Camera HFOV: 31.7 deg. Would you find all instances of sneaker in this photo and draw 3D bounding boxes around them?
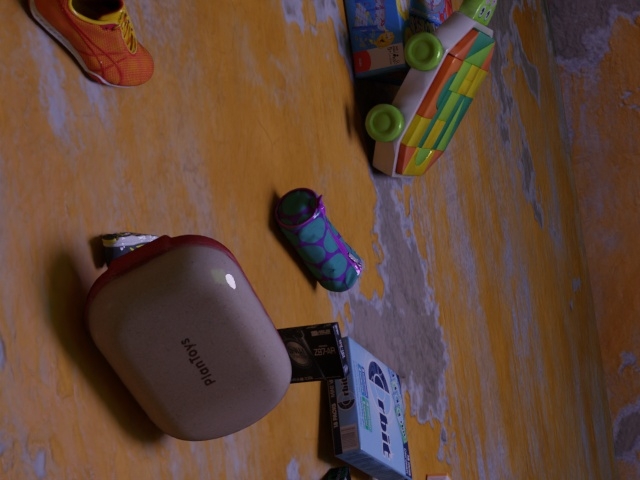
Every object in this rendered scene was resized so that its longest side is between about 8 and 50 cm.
[{"bbox_3d":[-0.183,0.011,1.083,0.083,0.031,0.035,-2,98,-62],"label":"sneaker"},{"bbox_3d":[-0.202,-0.195,1.056,0.175,0.067,0.064,38,47,-59],"label":"sneaker"}]

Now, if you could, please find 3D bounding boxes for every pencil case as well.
[{"bbox_3d":[0.000,0.000,1.438,0.152,0.070,0.064,54,36,-45],"label":"pencil case"}]

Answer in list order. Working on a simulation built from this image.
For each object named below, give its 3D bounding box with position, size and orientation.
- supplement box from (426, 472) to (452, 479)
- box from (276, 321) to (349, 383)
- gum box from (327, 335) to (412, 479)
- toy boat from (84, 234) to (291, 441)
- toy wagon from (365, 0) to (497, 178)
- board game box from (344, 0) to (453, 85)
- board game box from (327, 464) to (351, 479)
[{"bbox_3d":[0.188,0.422,1.761,0.062,0.036,0.098,58,33,-43],"label":"supplement box"},{"bbox_3d":[-0.012,0.135,1.350,0.018,0.083,0.067,-36,116,-65],"label":"box"},{"bbox_3d":[0.066,0.233,1.520,0.184,0.041,0.157,44,35,-55],"label":"gum box"},{"bbox_3d":[-0.127,0.080,1.084,0.231,0.151,0.151,64,1,-35],"label":"toy boat"},{"bbox_3d":[0.190,-0.256,1.734,0.344,0.068,0.267,-61,161,13],"label":"toy wagon"},{"bbox_3d":[0.129,-0.410,1.836,0.308,0.086,0.302,-11,92,-66],"label":"board game box"},{"bbox_3d":[0.042,0.425,1.402,0.136,0.030,0.260,-53,133,-84],"label":"board game box"}]
